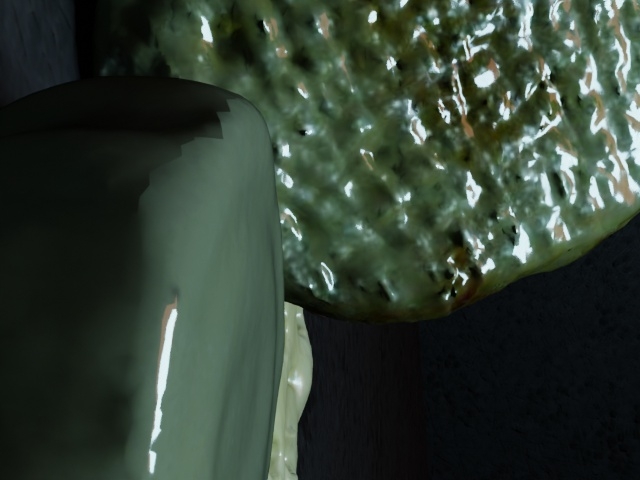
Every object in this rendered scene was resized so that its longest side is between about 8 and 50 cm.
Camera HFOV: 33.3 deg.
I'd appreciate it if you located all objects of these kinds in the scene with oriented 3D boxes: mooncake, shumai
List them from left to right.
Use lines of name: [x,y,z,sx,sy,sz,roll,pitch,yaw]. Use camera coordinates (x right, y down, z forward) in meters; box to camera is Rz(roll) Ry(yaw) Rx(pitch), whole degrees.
mooncake: [-0.092,0.066,0.459,0.275,0.135,0.275,1,90,-81]
shumai: [0.041,-0.140,0.752,0.323,0.397,0.324,-135,-148,-73]

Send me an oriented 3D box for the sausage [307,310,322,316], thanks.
sausage: [0.000,0.000,1.159,0.089,0.089,0.179,71,23,-58]

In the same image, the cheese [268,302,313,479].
cheese: [-0.059,0.111,0.749,0.159,0.093,0.263,77,14,-51]
